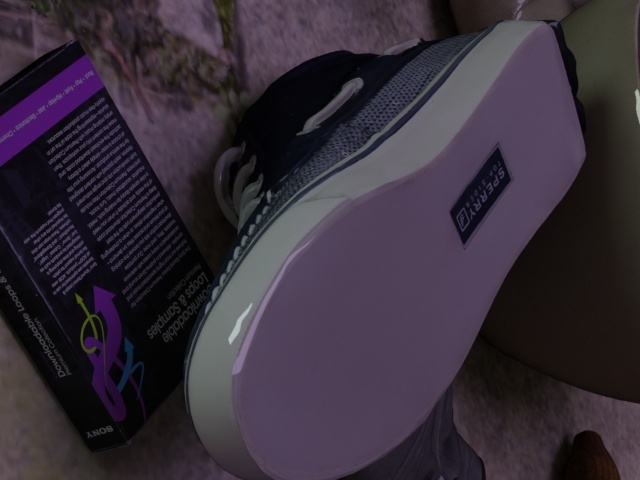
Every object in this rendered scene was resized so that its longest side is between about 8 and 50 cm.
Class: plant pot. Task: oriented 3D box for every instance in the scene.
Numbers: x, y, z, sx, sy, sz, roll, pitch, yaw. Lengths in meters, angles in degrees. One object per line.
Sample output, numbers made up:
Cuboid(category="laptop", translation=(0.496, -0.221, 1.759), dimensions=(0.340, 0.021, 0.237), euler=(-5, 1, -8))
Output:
Cuboid(category="plant pot", translation=(0.186, -0.014, 1.061), dimensions=(0.284, 0.191, 0.284), euler=(32, 48, -45))

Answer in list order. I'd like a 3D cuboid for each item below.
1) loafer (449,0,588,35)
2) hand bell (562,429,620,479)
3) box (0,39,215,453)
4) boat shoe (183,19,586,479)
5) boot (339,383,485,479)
Cuboid(category="loafer", translation=(0.185, -0.116, 1.207), dimensions=(0.268, 0.102, 0.092), euler=(29, 52, -34))
Cuboid(category="hand bell", translation=(0.175, 0.209, 1.037), dimensions=(0.126, 0.126, 0.242), euler=(49, 26, -30))
Cuboid(category="box", translation=(-0.110, 0.001, 0.767), dimensions=(0.162, 0.029, 0.116), euler=(60, 34, -14))
Cuboid(category="boat shoe", translation=(0.000, 0.000, 0.830), dimensions=(0.340, 0.158, 0.127), euler=(-43, 122, -45))
Cuboid(category="boot", translation=(0.053, 0.074, 0.945), dimensions=(0.161, 0.083, 0.246), euler=(65, 32, -29))
